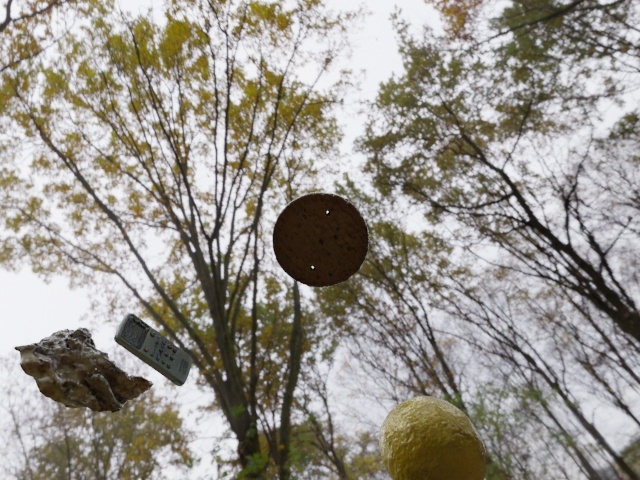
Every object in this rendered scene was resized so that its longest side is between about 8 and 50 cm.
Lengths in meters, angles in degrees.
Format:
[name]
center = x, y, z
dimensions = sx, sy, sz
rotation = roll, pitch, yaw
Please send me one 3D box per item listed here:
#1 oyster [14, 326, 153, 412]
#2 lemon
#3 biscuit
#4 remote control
[oyster]
center = -0.459, 0.247, 0.943
dimensions = 0.083, 0.214, 0.223
rotation = -53, -13, 5
[lemon]
center = 0.122, 0.231, 0.540
dimensions = 0.109, 0.133, 0.109
rotation = -10, -63, -21
[biscuit]
center = 0.000, 0.000, 0.931
dimensions = 0.188, 0.027, 0.187
rotation = 0, -79, 1
[remote control]
center = -0.231, 0.153, 0.678
dimensions = 0.018, 0.053, 0.124
rotation = -31, -62, 23
